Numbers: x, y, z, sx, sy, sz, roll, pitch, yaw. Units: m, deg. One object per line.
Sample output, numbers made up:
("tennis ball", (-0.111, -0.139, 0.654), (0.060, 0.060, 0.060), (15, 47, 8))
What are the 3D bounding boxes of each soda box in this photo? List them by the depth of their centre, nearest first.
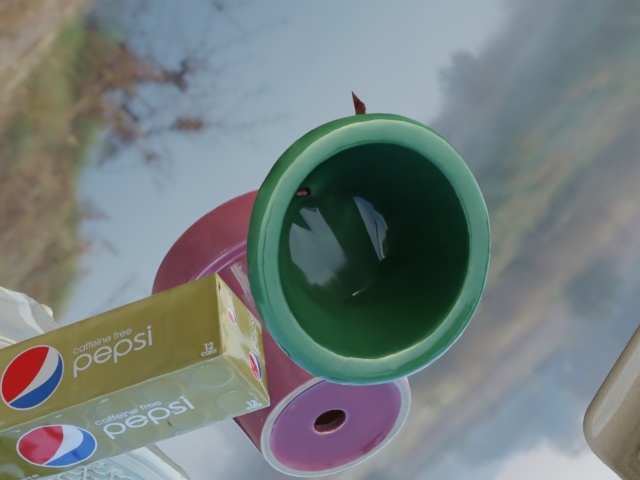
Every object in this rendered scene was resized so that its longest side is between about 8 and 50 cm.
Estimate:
("soda box", (-0.123, 0.083, 1.124), (0.181, 0.058, 0.061), (-20, 141, 15))

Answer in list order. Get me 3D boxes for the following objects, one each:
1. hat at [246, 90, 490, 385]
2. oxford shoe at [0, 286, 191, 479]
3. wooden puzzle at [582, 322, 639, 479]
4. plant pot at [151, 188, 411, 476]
("hat", (0.000, 0.000, 1.341), (0.208, 0.173, 0.183), (-15, -171, -30))
("oxford shoe", (-0.249, 0.132, 1.770), (0.169, 0.449, 0.130), (-7, -122, 34))
("wooden puzzle", (0.247, 0.066, 0.926), (0.044, 0.239, 0.221), (22, 104, -35))
("plant pot", (-0.018, 0.085, 1.626), (0.201, 0.180, 0.201), (-15, 136, -15))
